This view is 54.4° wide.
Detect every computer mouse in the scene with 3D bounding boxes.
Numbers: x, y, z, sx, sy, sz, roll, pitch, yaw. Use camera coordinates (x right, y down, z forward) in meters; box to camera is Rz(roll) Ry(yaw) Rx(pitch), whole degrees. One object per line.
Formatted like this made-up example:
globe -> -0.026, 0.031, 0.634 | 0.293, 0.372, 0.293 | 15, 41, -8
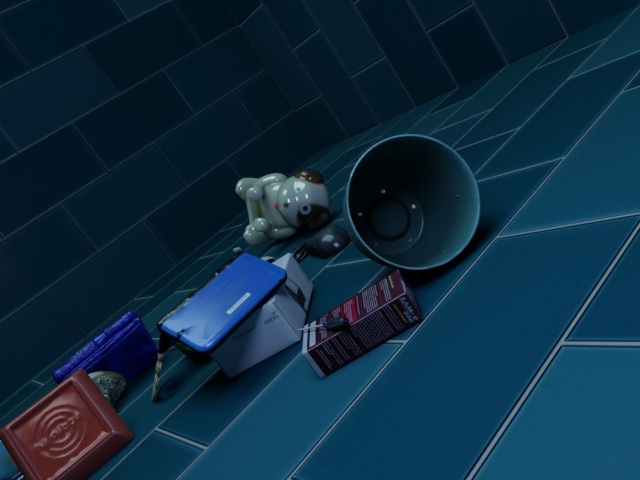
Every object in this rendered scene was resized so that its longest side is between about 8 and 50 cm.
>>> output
computer mouse -> 0.000, 0.000, 2.041 | 0.188, 0.072, 0.272 | -39, 14, -21

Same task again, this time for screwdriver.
screwdriver -> -0.002, 0.172, 1.246 | 0.025, 0.024, 0.170 | -11, -6, -42

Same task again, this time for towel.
towel -> -0.664, 0.397, 1.973 | 0.076, 0.227, 0.308 | 22, 53, 41

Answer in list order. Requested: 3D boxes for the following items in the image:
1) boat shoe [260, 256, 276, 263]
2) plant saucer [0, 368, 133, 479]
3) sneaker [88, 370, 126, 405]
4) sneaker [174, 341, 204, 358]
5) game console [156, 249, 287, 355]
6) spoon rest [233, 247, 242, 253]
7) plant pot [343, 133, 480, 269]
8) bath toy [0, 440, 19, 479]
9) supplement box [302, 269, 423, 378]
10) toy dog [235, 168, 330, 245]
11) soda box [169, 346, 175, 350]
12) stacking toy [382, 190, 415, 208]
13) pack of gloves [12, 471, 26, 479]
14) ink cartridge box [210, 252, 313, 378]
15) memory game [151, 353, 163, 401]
boat shoe -> -0.231, 0.117, 2.222 | 0.184, 0.066, 0.063 | -31, 9, -32
plant saucer -> -0.651, 0.485, 1.567 | 0.258, 0.259, 0.047 | -39, -25, -19
sneaker -> -0.653, 0.511, 1.774 | 0.182, 0.157, 0.410 | 11, 17, 14
sneaker -> -0.384, 0.300, 1.846 | 0.109, 0.123, 0.295 | -41, -4, -10
game console -> -0.242, 0.181, 1.530 | 0.250, 0.173, 0.293 | 21, 51, 34
spoon rest -> -0.378, 0.156, 2.429 | 0.276, 0.084, 0.137 | -55, 20, -23
plant pot -> 0.183, -0.069, 1.425 | 0.293, 0.293, 0.235 | -37, -1, -11
bath toy -> -0.951, 0.652, 1.833 | 0.152, 0.128, 0.348 | 4, -22, -35
supplement box -> 0.081, 0.167, 1.262 | 0.240, 0.073, 0.130 | -33, 15, 11
toy dog -> -0.111, -0.132, 2.459 | 0.396, 0.284, 0.408 | 0, -3, -25
soda box -> -0.452, 0.306, 2.068 | 0.183, 0.063, 0.058 | -25, 16, 35
stacking toy -> 0.255, -0.143, 1.833 | 0.166, 0.175, 0.301 | -33, 27, 8
pack of gloves -> -0.832, 0.675, 1.780 | 0.232, 0.046, 0.195 | -38, 3, -30
ink cartridge box -> -0.154, 0.188, 1.624 | 0.223, 0.129, 0.307 | -31, 15, 15
memory game -> -0.455, 0.356, 1.746 | 0.012, 0.186, 0.186 | 9, 0, -14
